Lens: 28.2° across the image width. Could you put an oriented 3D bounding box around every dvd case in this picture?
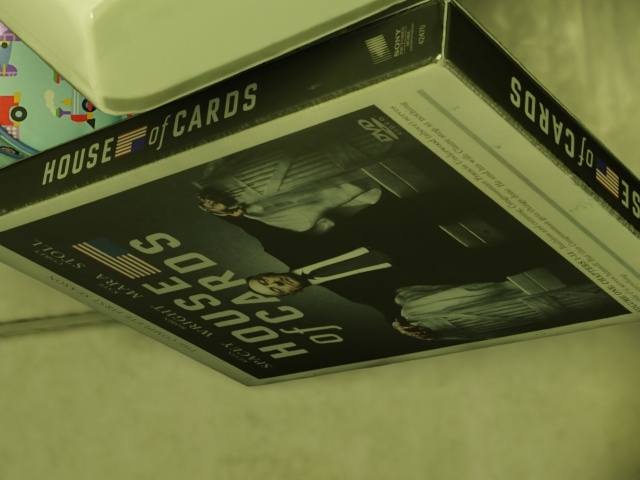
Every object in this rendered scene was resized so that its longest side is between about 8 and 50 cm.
[{"bbox_3d":[0.000,0.000,0.485,0.238,0.179,0.030,-15,55,38],"label":"dvd case"}]

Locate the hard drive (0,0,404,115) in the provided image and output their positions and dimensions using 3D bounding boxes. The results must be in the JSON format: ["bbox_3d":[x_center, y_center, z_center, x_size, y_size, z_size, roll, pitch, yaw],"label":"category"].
[{"bbox_3d":[-0.066,-0.160,0.442,0.203,0.307,0.040,-28,137,-26],"label":"hard drive"}]

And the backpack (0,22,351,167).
[{"bbox_3d":[-0.086,-0.095,0.518,0.173,0.117,0.158,-1,97,-32],"label":"backpack"}]
